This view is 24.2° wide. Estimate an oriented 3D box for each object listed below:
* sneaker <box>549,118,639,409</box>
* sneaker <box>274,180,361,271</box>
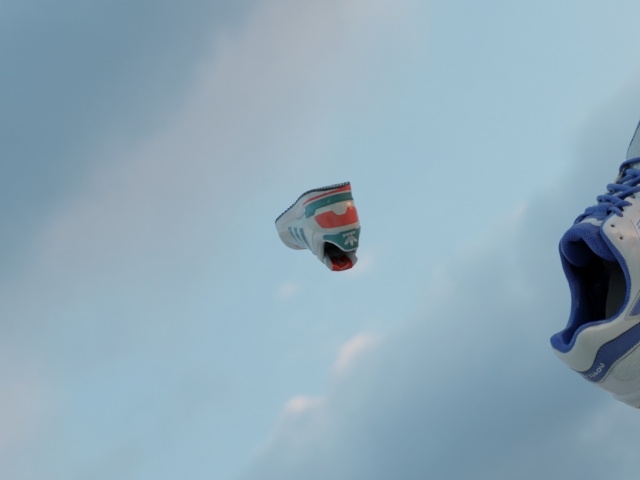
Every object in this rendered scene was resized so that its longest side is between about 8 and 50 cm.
[{"bbox_3d":[0.275,-0.010,1.284,0.131,0.296,0.112,25,-29,-25],"label":"sneaker"},{"bbox_3d":[0.000,0.000,1.436,0.057,0.075,0.161,-13,-12,-19],"label":"sneaker"}]
